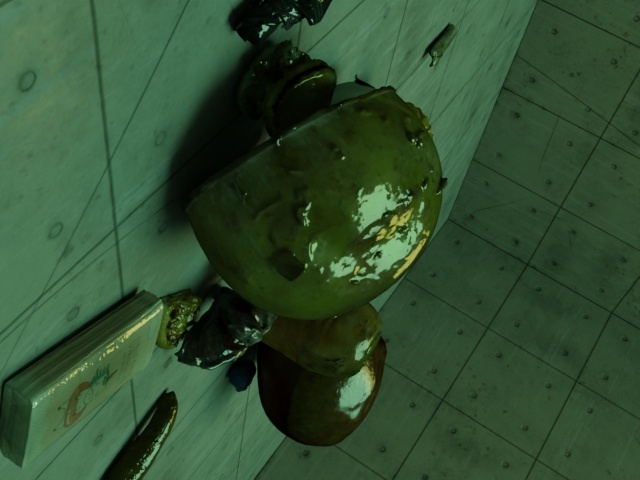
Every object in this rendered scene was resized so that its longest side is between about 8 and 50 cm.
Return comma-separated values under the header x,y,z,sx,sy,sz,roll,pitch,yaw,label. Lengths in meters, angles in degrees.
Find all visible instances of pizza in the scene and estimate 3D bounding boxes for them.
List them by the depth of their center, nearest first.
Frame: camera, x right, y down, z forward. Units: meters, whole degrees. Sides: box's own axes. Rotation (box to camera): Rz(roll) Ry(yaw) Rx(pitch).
x,y,z,sx,sy,sz,roll,pitch,yaw,label
-0.286,0.153,1.688,0.134,0.046,0.175,-53,165,-22,pizza

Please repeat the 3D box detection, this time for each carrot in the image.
x,y,z,sx,sy,sz,roll,pitch,yaw,label
-0.025,0.198,2.101,0.224,0.341,0.224,-57,166,-24,carrot

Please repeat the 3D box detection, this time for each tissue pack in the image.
x,y,z,sx,sy,sz,roll,pitch,yaw,label
-0.393,0.223,1.412,0.325,0.071,0.170,-40,155,-53,tissue pack

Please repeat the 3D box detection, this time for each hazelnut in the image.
x,y,z,sx,sy,sz,roll,pitch,yaw,label
-0.019,0.355,2.370,0.353,0.421,0.420,-22,145,-39,hazelnut

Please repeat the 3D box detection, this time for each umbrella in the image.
x,y,z,sx,sy,sz,roll,pitch,yaw,label
0.013,-0.415,1.320,0.336,0.154,0.128,-53,125,-27,umbrella

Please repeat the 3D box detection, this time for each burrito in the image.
x,y,z,sx,sy,sz,roll,pitch,yaw,label
0.346,-0.557,2.401,0.171,0.042,0.051,-51,154,-33,burrito

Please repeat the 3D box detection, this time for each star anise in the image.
x,y,z,sx,sy,sz,roll,pitch,yaw,label
-0.166,0.175,1.764,0.316,0.139,0.359,-47,-166,7,star anise

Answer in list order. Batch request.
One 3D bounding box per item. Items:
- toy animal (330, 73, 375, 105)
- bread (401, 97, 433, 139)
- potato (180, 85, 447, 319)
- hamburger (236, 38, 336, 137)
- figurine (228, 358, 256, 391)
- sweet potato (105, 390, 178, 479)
x,y,z,sx,sy,sz,roll,pitch,yaw,label
0.053,-0.190,1.806,0.251,0.251,0.309,-46,151,-41,toy animal
0.156,-0.241,2.031,0.239,0.240,0.139,-65,177,23,bread
0.023,-0.040,1.470,0.442,0.319,0.385,-33,180,0,potato
-0.065,-0.264,1.418,0.159,0.131,0.184,-31,154,-30,hamburger
-0.230,0.389,2.379,0.079,0.077,0.136,-10,158,-26,figurine
-0.398,0.468,1.913,0.273,0.075,0.075,-57,166,-10,sweet potato
